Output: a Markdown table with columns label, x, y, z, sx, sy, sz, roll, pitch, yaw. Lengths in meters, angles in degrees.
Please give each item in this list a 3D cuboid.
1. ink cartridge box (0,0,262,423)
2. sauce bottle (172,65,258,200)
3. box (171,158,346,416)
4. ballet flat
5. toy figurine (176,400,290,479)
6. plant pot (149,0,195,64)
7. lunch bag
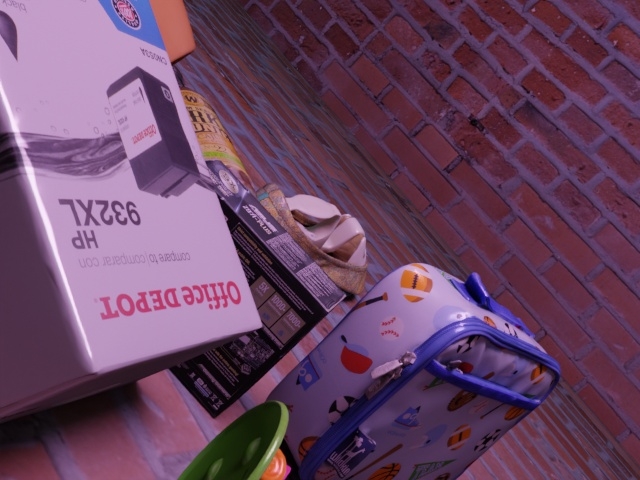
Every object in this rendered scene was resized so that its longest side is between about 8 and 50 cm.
| label | x | y | z | sx | sy | sz | roll | pitch | yaw |
| --- | --- | --- | --- | --- | --- | --- | --- | --- | --- |
| ink cartridge box | -0.184 | -0.049 | 0.544 | 0.307 | 0.129 | 0.223 | 70 | 19 | 7 |
| sauce bottle | -0.178 | -0.128 | 1.023 | 0.111 | 0.111 | 0.344 | 32 | 19 | -43 |
| box | -0.094 | 0.039 | 0.718 | 0.180 | 0.147 | 0.077 | 46 | 15 | 5 |
| ballet flat | 0.000 | 0.000 | 1.156 | 0.348 | 0.123 | 0.123 | 25 | 25 | -55 |
| toy figurine | -0.024 | 0.219 | 0.504 | 0.159 | 0.130 | 0.173 | 46 | 36 | -9 |
| plant pot | -0.262 | -0.231 | 0.792 | 0.203 | 0.291 | 0.291 | 59 | 11 | -15 |
| lunch bag | 0.104 | 0.147 | 0.783 | 0.303 | 0.243 | 0.115 | 28 | 22 | -52 |
